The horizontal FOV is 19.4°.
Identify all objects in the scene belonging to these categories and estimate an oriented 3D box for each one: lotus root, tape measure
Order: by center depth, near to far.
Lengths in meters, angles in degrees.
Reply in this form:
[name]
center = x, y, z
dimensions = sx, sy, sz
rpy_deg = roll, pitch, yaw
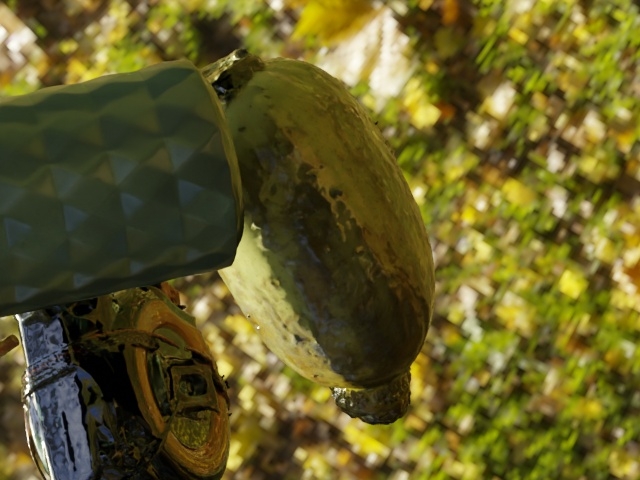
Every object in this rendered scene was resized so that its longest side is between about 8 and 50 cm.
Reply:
[lotus root]
center = 0.000, 0.000, 1.423
dimensions = 0.173, 0.173, 0.309
rpy_deg = -17, 109, 41
[tape measure]
center = -0.165, 0.140, 1.643
dimensions = 0.135, 0.223, 0.202
rpy_deg = -20, 77, 24

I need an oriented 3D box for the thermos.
[thermos]
center = -0.207, -0.034, 1.235
dimensions = 0.286, 0.182, 0.145
rpy_deg = -12, 135, -13

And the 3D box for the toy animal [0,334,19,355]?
[toy animal]
center = -0.428, 0.089, 1.876
dimensions = 0.097, 0.312, 0.157
rpy_deg = -36, 83, 50
